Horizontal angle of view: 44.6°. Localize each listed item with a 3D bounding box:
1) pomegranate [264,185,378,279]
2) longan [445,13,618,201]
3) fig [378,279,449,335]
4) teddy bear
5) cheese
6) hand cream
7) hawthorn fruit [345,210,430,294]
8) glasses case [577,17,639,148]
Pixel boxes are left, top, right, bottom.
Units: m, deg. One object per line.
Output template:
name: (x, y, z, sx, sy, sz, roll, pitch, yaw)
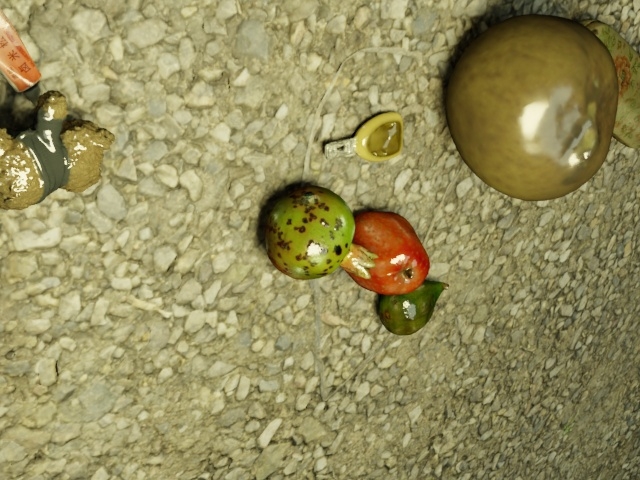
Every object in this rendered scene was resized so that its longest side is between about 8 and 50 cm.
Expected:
pomegranate: (0.000, 0.000, 1.292, 0.205, 0.159, 0.159, 29, 96, -16)
longan: (0.368, -0.231, 1.362, 0.318, 0.319, 0.319, -19, 126, -29)
fig: (0.190, 0.119, 1.574, 0.177, 0.117, 0.117, -29, 132, -43)
teddy bear: (-0.378, -0.099, 0.966, 0.251, 0.129, 0.182, -1, 154, -41)
cheese: (0.074, -0.170, 1.348, 0.162, 0.036, 0.086, -17, 124, -31)
hand cream: (-0.393, -0.252, 0.937, 0.052, 0.038, 0.216, -60, 138, -33)
hawthorn fruit: (0.130, 0.037, 1.398, 0.162, 0.203, 0.163, -19, 129, -26)
glasses case: (0.621, -0.320, 1.646, 0.425, 0.098, 0.156, 21, 106, -44)
